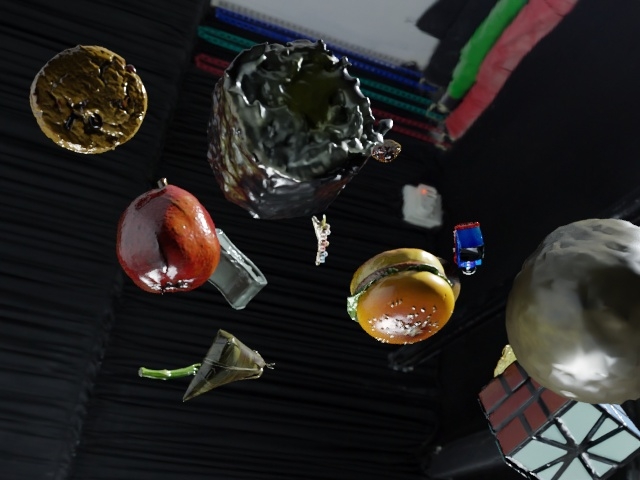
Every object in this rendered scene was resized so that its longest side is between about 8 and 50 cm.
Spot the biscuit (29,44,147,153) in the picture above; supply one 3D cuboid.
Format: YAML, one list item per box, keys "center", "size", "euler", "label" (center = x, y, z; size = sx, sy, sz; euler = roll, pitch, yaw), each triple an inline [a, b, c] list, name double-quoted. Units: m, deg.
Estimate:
- center: [-0.607, -0.371, 1.539]
  size: [0.075, 0.296, 0.295]
  euler: [7, -98, 67]
  label: "biscuit"

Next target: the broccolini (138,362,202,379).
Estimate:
- center: [-0.356, 0.336, 1.499]
  size: [0.051, 0.239, 0.054]
  euler: [-50, -128, 30]
  label: "broccolini"

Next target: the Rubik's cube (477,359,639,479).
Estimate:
- center: [0.657, 0.497, 1.629]
  size: [0.293, 0.288, 0.283]
  euler: [-45, -161, 18]
  label: "Rubik's cube"

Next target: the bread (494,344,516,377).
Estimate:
- center: [0.669, 0.411, 1.879]
  size: [0.143, 0.140, 0.228]
  euler: [-115, -147, -46]
  label: "bread"

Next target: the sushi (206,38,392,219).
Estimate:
- center: [-0.062, -0.199, 1.127]
  size: [0.281, 0.299, 0.294]
  euler: [-35, 179, -25]
  label: "sushi"

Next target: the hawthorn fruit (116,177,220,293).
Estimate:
- center: [-0.395, -0.016, 1.501]
  size: [0.265, 0.265, 0.307]
  euler: [130, -53, -59]
  label: "hawthorn fruit"

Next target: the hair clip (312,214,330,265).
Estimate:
- center: [0.007, 0.000, 1.983]
  size: [0.062, 0.056, 0.213]
  euler: [-77, 166, -51]
  label: "hair clip"

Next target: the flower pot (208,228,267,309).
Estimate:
- center: [-0.266, 0.079, 1.661]
  size: [0.108, 0.229, 0.103]
  euler: [-45, 179, 11]
  label: "flower pot"

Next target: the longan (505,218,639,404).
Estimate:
- center: [0.614, 0.163, 1.294]
  size: [0.436, 0.404, 0.403]
  euler: [-42, 160, -55]
  label: "longan"

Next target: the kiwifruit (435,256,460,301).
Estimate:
- center: [0.372, 0.150, 1.968]
  size: [0.234, 0.196, 0.195]
  euler: [-39, 156, -57]
  label: "kiwifruit"

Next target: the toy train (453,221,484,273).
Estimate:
- center: [0.488, 0.032, 1.932]
  size: [0.204, 0.083, 0.131]
  euler: [72, 10, -51]
  label: "toy train"

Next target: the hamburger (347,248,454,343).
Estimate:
- center: [0.186, 0.144, 1.328]
  size: [0.169, 0.246, 0.246]
  euler: [-103, -150, -43]
  label: "hamburger"

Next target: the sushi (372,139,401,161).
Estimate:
- center: [0.152, -0.208, 1.372]
  size: [0.099, 0.050, 0.047]
  euler: [-6, -148, 45]
  label: "sushi"

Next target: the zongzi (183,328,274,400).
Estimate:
- center: [-0.227, 0.336, 1.421]
  size: [0.084, 0.187, 0.184]
  euler: [16, -111, 42]
  label: "zongzi"
